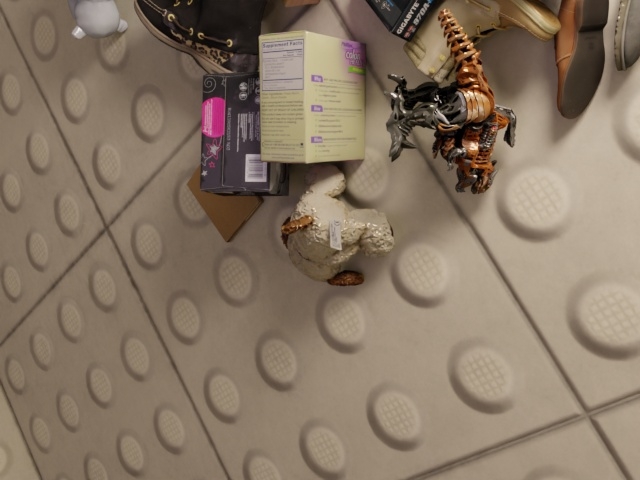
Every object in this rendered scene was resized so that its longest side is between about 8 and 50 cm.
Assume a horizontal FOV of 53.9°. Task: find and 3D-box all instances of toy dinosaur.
[{"bbox_3d":[0.231,-0.233,1.112,0.219,0.164,0.321,-4,102,15],"label":"toy dinosaur"}]

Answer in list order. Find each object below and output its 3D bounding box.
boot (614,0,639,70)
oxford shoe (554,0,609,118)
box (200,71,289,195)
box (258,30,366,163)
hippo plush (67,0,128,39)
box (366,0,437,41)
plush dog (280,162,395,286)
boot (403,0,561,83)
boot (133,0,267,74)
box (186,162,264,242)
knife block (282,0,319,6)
[{"bbox_3d":[0.559,-0.345,0.934,0.209,0.076,0.189,12,107,27],"label":"boot"},{"bbox_3d":[0.422,-0.311,1.046,0.076,0.076,0.212,-147,58,-61],"label":"oxford shoe"},{"bbox_3d":[-0.153,-0.221,1.348,0.164,0.142,0.247,1,90,14],"label":"box"},{"bbox_3d":[-0.012,-0.280,1.265,0.117,0.214,0.242,8,103,34],"label":"box"},{"bbox_3d":[-0.567,-0.660,1.645,0.294,0.235,0.236,52,156,35],"label":"hippo plush"},{"bbox_3d":[0.155,-0.493,1.148,0.175,0.051,0.220,-54,38,31],"label":"box"},{"bbox_3d":[0.000,0.000,1.344,0.262,0.211,0.225,46,148,23],"label":"plush dog"},{"bbox_3d":[0.271,-0.359,1.106,0.262,0.095,0.203,49,122,32],"label":"boot"},{"bbox_3d":[-0.257,-0.551,1.406,0.377,0.138,0.284,42,135,19],"label":"boot"},{"bbox_3d":[-0.245,-0.121,1.584,0.164,0.021,0.201,-47,71,32],"label":"box"},{"bbox_3d":[0.015,-0.569,1.187,0.242,0.088,0.275,41,140,45],"label":"knife block"}]
